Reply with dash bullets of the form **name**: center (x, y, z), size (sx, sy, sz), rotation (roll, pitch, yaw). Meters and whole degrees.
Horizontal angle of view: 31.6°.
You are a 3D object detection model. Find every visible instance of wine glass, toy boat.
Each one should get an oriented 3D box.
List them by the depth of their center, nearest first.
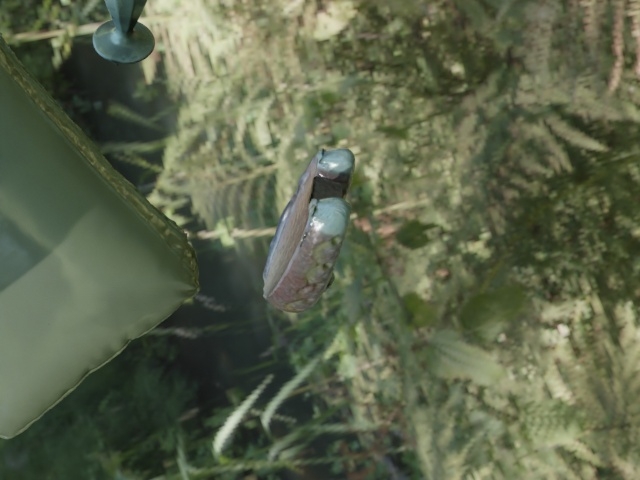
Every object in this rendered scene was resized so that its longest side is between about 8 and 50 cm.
- **wine glass**: center (-0.189, -0.249, 1.104), size (0.073, 0.073, 0.155), rotation (60, 157, 26)
- **toy boat**: center (0.000, 0.000, 1.343), size (0.227, 0.085, 0.155), rotation (119, 162, -45)

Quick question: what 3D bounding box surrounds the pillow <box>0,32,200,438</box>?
- **pillow**: center (-0.281, -0.005, 0.934), size (0.322, 0.255, 0.120), rotation (50, -176, -28)
